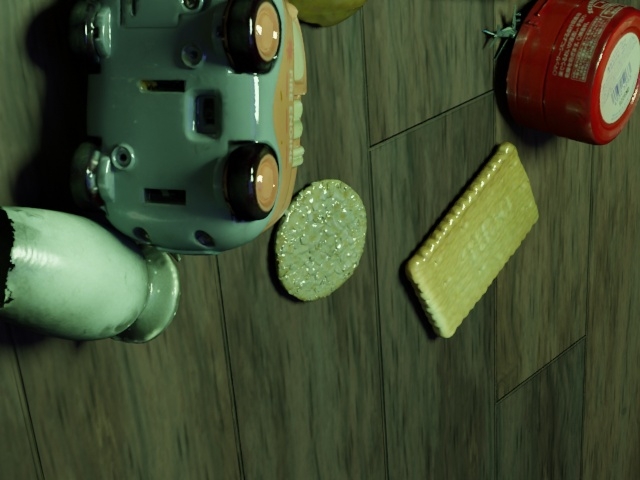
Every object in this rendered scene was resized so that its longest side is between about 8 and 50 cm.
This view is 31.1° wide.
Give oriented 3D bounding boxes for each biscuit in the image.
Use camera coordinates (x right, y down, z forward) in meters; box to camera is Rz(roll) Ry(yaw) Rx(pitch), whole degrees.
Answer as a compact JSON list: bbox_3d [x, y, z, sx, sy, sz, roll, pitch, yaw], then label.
[{"bbox_3d":[0.000,0.000,1.334,0.152,0.020,0.152,-20,119,-41],"label":"biscuit"},{"bbox_3d":[0.208,-0.001,1.556,0.249,0.030,0.160,-51,136,-21],"label":"biscuit"}]

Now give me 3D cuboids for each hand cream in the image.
[{"bbox_3d":[0.344,-0.228,1.530,0.193,0.125,0.193,-30,130,-43],"label":"hand cream"}]

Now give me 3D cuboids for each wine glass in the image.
[{"bbox_3d":[-0.223,0.032,1.028,0.204,0.111,0.111,18,91,-53],"label":"wine glass"}]

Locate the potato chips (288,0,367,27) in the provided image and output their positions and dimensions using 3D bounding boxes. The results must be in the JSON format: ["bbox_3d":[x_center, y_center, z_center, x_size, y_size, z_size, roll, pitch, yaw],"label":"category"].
[{"bbox_3d":[0.020,-0.326,1.195,0.195,0.062,0.208,10,100,-47],"label":"potato chips"}]

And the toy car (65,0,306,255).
[{"bbox_3d":[-0.100,-0.127,1.046,0.212,0.181,0.270,-22,113,-67],"label":"toy car"}]

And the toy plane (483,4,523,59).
[{"bbox_3d":[0.244,-0.271,1.492,0.084,0.024,0.078,-19,137,-43],"label":"toy plane"}]
